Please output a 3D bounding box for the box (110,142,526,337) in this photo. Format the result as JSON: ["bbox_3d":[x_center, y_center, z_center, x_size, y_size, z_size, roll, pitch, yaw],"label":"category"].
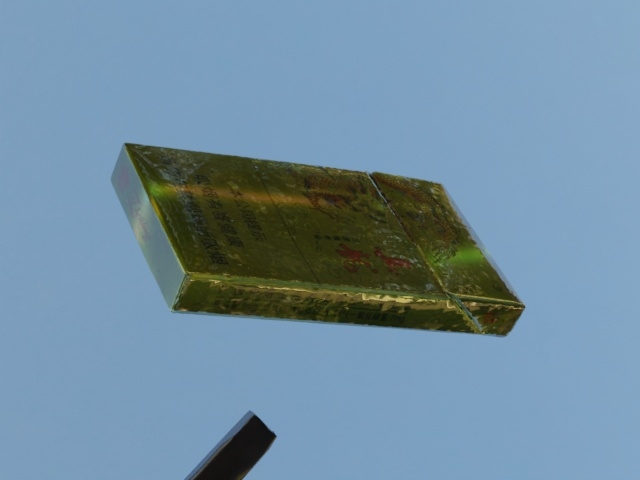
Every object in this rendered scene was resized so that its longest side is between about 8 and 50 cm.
[{"bbox_3d":[0.000,0.000,1.255,0.311,0.043,0.173,6,-145,-30],"label":"box"}]

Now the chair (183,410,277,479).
[{"bbox_3d":[-0.070,0.218,0.427,0.319,0.160,0.186,-42,-65,-14],"label":"chair"}]
